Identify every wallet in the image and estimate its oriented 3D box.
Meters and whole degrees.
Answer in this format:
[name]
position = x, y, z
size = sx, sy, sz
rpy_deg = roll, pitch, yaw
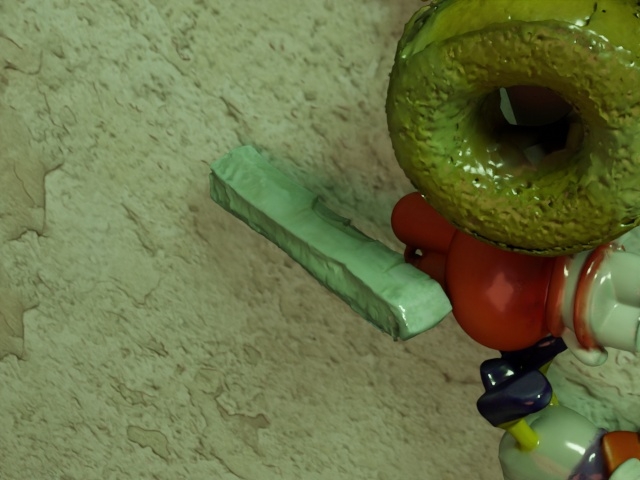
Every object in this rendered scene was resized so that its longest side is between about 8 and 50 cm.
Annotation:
[wallet]
position = 0.226, -0.118, 0.843
size = 0.118, 0.039, 0.153
rpy_deg = 4, 146, 26

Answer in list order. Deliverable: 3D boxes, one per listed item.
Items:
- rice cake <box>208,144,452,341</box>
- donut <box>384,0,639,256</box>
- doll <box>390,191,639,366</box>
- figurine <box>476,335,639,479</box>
[rice cake]
position = 0.000, 0.000, 1.008
size = 0.336, 0.066, 0.063
rpy_deg = 37, 145, 35
[donut]
position = 0.171, -0.096, 0.765
size = 0.272, 0.107, 0.272
rpy_deg = 16, 130, 21
[doll]
position = 0.186, 0.028, 0.933
size = 0.290, 0.129, 0.161
rpy_deg = 17, 106, 41
[figurine]
position = 0.296, 0.275, 1.014
size = 0.421, 0.154, 0.193
rpy_deg = 49, 137, -3
